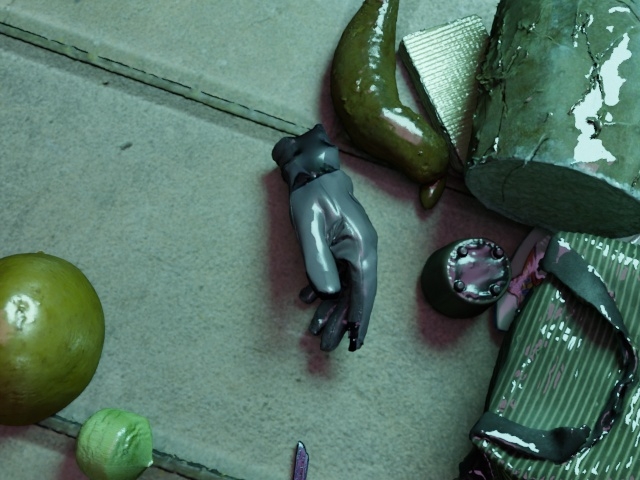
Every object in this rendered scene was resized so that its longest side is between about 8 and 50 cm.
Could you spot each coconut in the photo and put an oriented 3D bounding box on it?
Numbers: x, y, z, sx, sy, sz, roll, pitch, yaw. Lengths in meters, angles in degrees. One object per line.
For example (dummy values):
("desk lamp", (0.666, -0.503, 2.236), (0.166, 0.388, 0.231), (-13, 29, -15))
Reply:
("coconut", (-0.227, 0.233, 0.843), (0.096, 0.088, 0.088), (18, 75, 21))

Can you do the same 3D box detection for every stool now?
("stool", (0.175, 0.043, 0.903), (0.096, 0.110, 0.096), (1, 78, -6))

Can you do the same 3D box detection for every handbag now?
("handbag", (0.290, 0.161, 0.758), (0.240, 0.247, 0.341), (23, 69, 12))

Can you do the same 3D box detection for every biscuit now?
("biscuit", (0.194, -0.195, 0.999), (0.121, 0.040, 0.200), (-20, 79, -12))

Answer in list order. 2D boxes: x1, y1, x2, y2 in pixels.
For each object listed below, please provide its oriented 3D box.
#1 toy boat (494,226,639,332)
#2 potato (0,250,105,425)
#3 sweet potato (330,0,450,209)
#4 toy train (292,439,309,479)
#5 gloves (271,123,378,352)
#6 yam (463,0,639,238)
("toy boat", (0.327, 0.012, 0.935), (0.295, 0.088, 0.129), (-42, 82, -4))
("potato", (-0.339, 0.099, 0.836), (0.178, 0.158, 0.204), (29, 72, 2))
("sweet potato", (0.078, -0.183, 0.959), (0.124, 0.098, 0.310), (-15, 82, -5))
("toy train", (-0.024, 0.277, 0.881), (0.017, 0.017, 0.083), (9, 76, -4))
("gloves", (0.007, -0.008, 0.899), (0.119, 0.142, 0.286), (-14, 77, 21))
("yam", (0.306, -0.182, 0.874), (0.240, 0.241, 0.348), (19, 68, 1))
